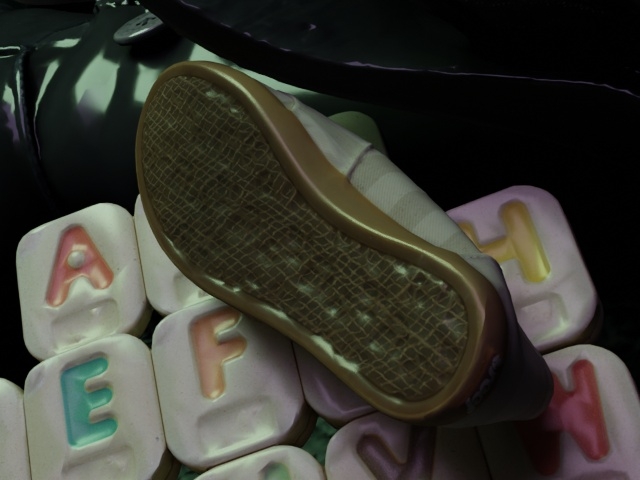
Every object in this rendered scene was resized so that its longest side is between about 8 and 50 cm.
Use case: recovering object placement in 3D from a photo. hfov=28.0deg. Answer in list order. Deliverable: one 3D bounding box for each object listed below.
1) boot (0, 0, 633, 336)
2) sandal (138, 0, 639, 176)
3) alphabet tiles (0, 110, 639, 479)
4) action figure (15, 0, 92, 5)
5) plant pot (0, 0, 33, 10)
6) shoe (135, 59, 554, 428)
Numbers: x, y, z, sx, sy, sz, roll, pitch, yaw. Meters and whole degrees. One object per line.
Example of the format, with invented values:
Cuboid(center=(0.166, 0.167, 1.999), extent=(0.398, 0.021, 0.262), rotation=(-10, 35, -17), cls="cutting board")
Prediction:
Cuboid(center=(-0.059, -0.025, 0.649), extent=(0.445, 0.146, 0.367), rotation=(-3, 47, 22), cls="boot")
Cuboid(center=(0.108, -0.112, 0.479), extent=(0.446, 0.107, 0.167), rotation=(22, 57, 14), cls="sandal")
Cuboid(center=(-0.026, 0.082, 0.475), extent=(0.284, 0.021, 0.278), rotation=(-20, 57, 9), cls="alphabet tiles")
Cuboid(center=(-0.289, -0.225, 0.895), extent=(0.370, 0.275, 0.248), rotation=(-21, 25, -8), cls="action figure")
Cuboid(center=(-0.269, -0.334, 1.088), extent=(0.272, 0.271, 0.255), rotation=(7, 61, 40), cls="plant pot")
Cuboid(center=(0.000, 0.000, 0.469), extent=(0.219, 0.058, 0.076), rotation=(42, 110, 42), cls="shoe")
